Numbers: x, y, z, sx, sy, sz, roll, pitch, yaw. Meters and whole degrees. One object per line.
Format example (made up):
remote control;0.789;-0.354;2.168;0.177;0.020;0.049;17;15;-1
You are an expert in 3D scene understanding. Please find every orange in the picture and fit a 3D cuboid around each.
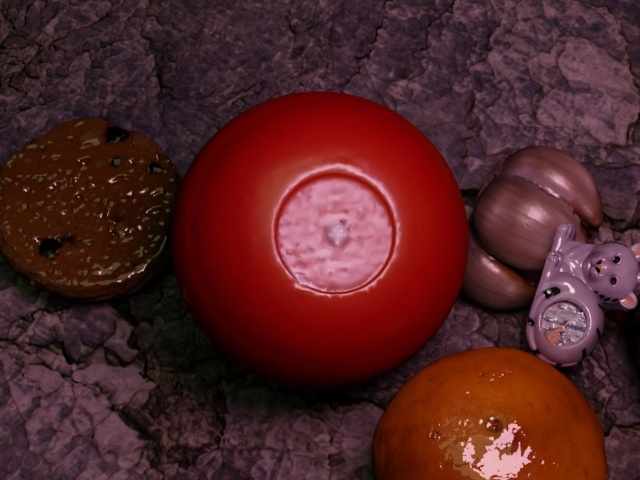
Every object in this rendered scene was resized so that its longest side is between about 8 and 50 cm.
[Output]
orange;0.204;0.264;1.588;0.284;0.226;0.283;-1;64;2

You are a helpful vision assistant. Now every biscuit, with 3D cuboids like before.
biscuit;-0.326;-0.040;1.892;0.296;0.075;0.295;-1;62;2

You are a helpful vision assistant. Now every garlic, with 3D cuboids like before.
garlic;0.270;-0.018;1.753;0.191;0.160;0.214;32;69;26

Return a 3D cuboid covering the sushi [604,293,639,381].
sushi;0.528;0.108;1.654;0.344;0.196;0.181;-6;45;-1

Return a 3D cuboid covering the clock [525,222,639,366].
clock;0.326;0.075;1.628;0.117;0.080;0.176;16;81;22

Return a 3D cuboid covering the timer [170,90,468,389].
timer;0.000;0.000;1.683;0.378;0.279;0.377;1;84;-6
